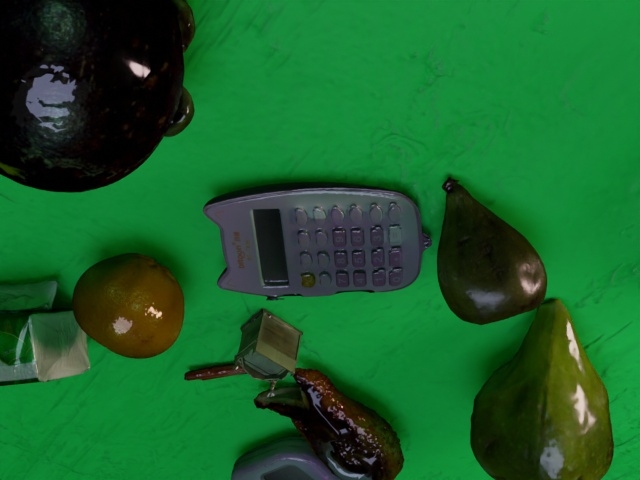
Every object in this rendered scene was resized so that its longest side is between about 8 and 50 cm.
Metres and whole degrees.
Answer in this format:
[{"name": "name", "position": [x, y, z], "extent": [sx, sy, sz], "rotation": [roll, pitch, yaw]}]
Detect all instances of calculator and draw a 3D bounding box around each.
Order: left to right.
[{"name": "calculator", "position": [0.000, -0.001, 1.224], "extent": [0.294, 0.043, 0.194], "rotation": [-1, 130, 5]}]

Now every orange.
[{"name": "orange", "position": [-0.262, 0.088, 1.278], "extent": [0.159, 0.159, 0.136], "rotation": [33, 88, -19]}]

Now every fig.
[{"name": "fig", "position": [0.208, 0.013, 1.173], "extent": [0.133, 0.185, 0.126], "rotation": [-19, 167, 20]}, {"name": "fig", "position": [0.320, 0.216, 1.289], "extent": [0.206, 0.206, 0.275], "rotation": [7, 109, 3]}]

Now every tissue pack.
[{"name": "tissue pack", "position": [-0.474, 0.138, 1.361], "extent": [0.209, 0.148, 0.156], "rotation": [-7, 90, 16]}]

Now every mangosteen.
[{"name": "mangosteen", "position": [-0.257, -0.189, 0.958], "extent": [0.288, 0.288, 0.288], "rotation": [5, 132, 5]}]

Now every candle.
[{"name": "candle", "position": [-0.131, 0.199, 1.434], "extent": [0.167, 0.021, 0.026], "rotation": [-11, 155, 17]}]

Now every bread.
[{"name": "bread", "position": [0.029, 0.294, 1.454], "extent": [0.139, 0.095, 0.269], "rotation": [-37, 103, 31]}]

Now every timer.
[{"name": "timer", "position": [-0.038, 0.418, 1.581], "extent": [0.191, 0.069, 0.208], "rotation": [-27, 121, 29]}]

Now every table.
[{"name": "table", "position": [-0.078, 0.162, 1.348], "extent": [0.079, 0.083, 0.062], "rotation": [33, 128, -20]}]
